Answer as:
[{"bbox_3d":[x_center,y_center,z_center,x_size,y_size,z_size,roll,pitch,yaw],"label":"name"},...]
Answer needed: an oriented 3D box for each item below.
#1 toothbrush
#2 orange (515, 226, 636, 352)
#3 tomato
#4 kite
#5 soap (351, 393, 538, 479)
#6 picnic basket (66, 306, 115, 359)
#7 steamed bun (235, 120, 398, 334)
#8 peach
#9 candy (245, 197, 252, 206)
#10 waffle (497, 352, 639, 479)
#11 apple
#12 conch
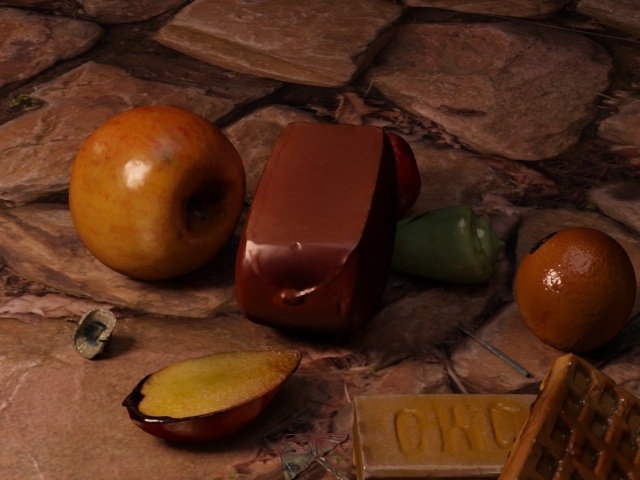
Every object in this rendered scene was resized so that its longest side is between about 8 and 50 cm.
[{"bbox_3d":[0.273,0.171,2.060,0.011,0.014,0.167,-9,32,-36],"label":"toothbrush"},{"bbox_3d":[0.406,0.074,2.058,0.206,0.206,0.206,2,31,-1],"label":"orange"},{"bbox_3d":[0.100,-0.121,2.410,0.187,0.151,0.187,0,36,0],"label":"tomato"},{"bbox_3d":[-0.001,0.304,1.824,0.153,0.005,0.137,25,38,31],"label":"kite"},{"bbox_3d":[0.184,0.288,1.786,0.274,0.089,0.173,0,34,-5],"label":"soap"},{"bbox_3d":[-0.349,0.143,2.002,0.065,0.083,0.083,33,-3,20],"label":"picnic basket"},{"bbox_3d":[0.000,0.000,2.100,0.235,0.248,0.379,4,46,11],"label":"steamed bun"},{"bbox_3d":[-0.150,0.226,1.886,0.279,0.068,0.189,-13,26,-22],"label":"peach"},{"bbox_3d":[-0.133,-0.075,2.421,0.201,0.060,0.060,9,30,27],"label":"candy"},{"bbox_3d":[0.338,0.307,1.649,0.224,0.098,0.327,39,45,-1],"label":"waffle"},{"bbox_3d":[-0.281,-0.084,2.177,0.299,0.299,0.275,-25,39,-38],"label":"apple"},{"bbox_3d":[0.195,0.006,2.256,0.251,0.137,0.143,-1,53,31],"label":"conch"}]
